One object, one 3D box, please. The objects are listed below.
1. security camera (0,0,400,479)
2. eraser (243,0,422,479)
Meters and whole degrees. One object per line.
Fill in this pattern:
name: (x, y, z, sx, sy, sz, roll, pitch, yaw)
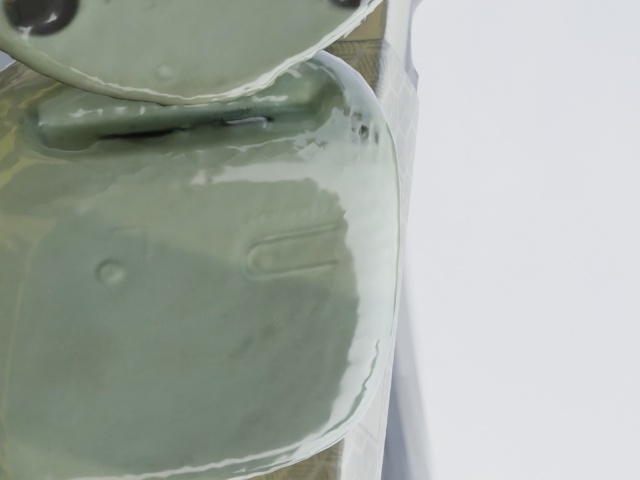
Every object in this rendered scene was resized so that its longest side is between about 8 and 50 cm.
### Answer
security camera: (-0.044, -0.057, 0.561, 0.080, 0.157, 0.301, -123, -149, -52)
eraser: (0.000, 0.000, 1.235, 0.096, 0.098, 0.403, 0, -113, 18)
